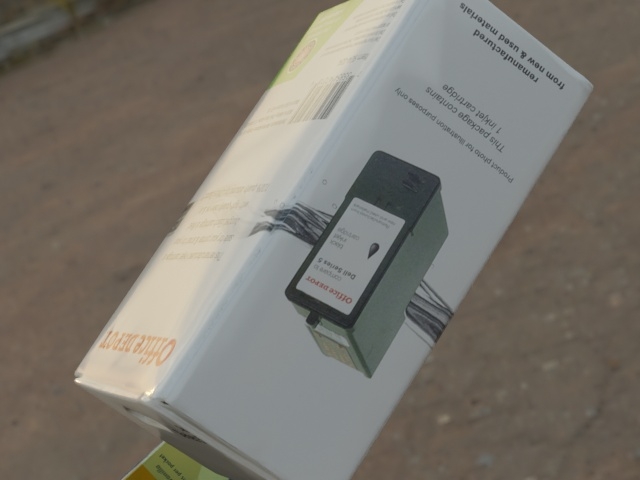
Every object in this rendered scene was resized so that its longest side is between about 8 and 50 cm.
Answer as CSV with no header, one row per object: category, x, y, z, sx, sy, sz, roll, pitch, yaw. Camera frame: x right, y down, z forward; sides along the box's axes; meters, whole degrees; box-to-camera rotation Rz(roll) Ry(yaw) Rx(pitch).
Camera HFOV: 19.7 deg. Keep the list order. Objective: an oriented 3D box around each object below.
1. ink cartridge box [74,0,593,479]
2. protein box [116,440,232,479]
ink cartridge box,0.000,0.000,1.019,0.273,0.115,0.198,-57,16,-11
protein box,-0.137,0.250,1.142,0.200,0.136,0.201,-42,-1,-39
